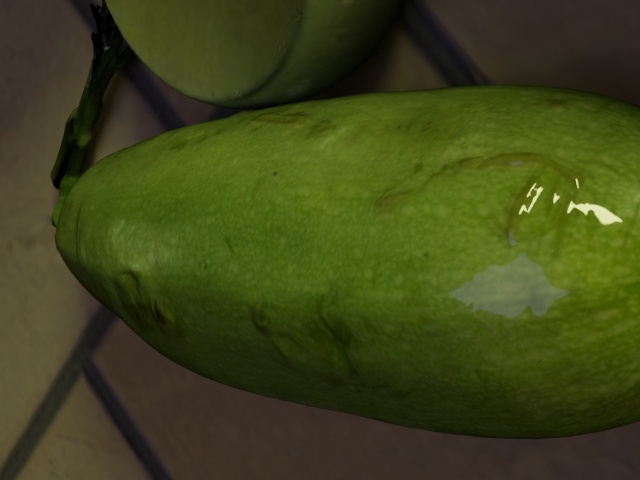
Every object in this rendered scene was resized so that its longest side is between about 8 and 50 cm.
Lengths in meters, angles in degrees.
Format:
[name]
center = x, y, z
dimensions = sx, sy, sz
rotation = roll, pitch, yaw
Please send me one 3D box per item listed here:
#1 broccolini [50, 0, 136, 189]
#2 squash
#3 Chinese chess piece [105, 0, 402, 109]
[broccolini]
center = -0.094, -0.071, 0.777
dimensions = 0.035, 0.030, 0.140
rotation = 22, 133, -2
[squash]
center = -0.004, 0.005, 0.636
dimensions = 0.370, 0.118, 0.118
rotation = 3, 106, 48
[Chinese chess piece]
center = -0.029, -0.122, 0.662
dimensions = 0.144, 0.058, 0.144
rotation = 20, 119, 43
